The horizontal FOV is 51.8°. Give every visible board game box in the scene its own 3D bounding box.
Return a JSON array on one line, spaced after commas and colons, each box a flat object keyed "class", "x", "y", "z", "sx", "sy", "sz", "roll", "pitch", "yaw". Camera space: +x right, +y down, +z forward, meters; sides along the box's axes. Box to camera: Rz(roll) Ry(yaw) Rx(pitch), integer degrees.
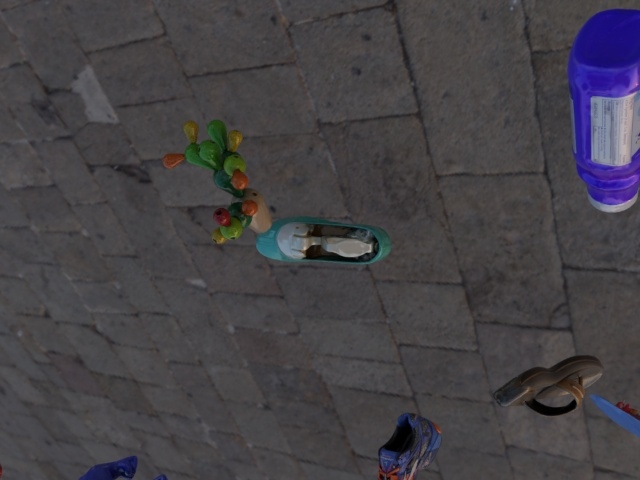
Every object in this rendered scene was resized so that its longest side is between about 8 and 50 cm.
[{"class": "board game box", "x": 0.547, "y": 0.306, "z": 1.130, "sx": 0.168, "sy": 0.033, "sz": 0.133, "roll": 32, "pitch": 170, "yaw": 48}]

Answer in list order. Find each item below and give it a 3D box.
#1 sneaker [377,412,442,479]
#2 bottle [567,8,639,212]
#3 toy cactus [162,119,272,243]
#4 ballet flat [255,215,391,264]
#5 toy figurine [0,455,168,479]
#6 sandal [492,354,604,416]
[{"class": "sneaker", "x": 0.121, "y": 0.383, "z": 1.091, "sx": 0.083, "sy": 0.221, "sz": 0.087, "roll": -5, "pitch": 138, "yaw": 45}, {"class": "bottle", "x": 0.365, "y": -0.143, "z": 0.820, "sx": 0.092, "sy": 0.118, "sz": 0.283, "roll": 16, "pitch": 153, "yaw": 32}, {"class": "toy cactus", "x": -0.126, "y": -0.065, "z": 0.916, "sx": 0.112, "sy": 0.219, "sz": 0.180, "roll": -31, "pitch": 139, "yaw": 3}, {"class": "ballet flat", "x": 0.000, "y": 0.000, "z": 1.151, "sx": 0.247, "sy": 0.087, "sz": 0.083, "roll": 2, "pitch": 93, "yaw": 8}, {"class": "toy figurine", "x": -0.161, "y": 0.303, "z": 0.594, "sx": 0.362, "sy": 0.217, "sz": 0.191, "roll": 49, "pitch": 130, "yaw": 29}, {"class": "sandal", "x": 0.316, "y": 0.204, "z": 0.886, "sx": 0.090, "sy": 0.219, "sz": 0.060, "roll": -50, "pitch": 54, "yaw": 30}]
